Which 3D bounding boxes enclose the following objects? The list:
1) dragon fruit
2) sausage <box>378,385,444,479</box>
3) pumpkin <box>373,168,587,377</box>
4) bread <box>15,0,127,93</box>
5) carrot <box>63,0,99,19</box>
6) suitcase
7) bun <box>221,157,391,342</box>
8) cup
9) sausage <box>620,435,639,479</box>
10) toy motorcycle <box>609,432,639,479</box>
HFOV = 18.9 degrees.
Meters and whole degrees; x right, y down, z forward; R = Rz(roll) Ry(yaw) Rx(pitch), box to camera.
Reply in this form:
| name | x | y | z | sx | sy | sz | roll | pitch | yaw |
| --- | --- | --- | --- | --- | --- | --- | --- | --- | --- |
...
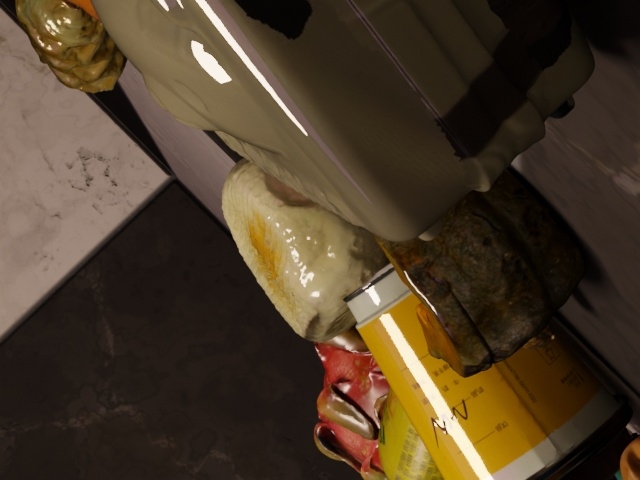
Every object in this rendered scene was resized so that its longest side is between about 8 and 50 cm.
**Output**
| name | x | y | z | sx | sy | sz | roll | pitch | yaw |
| --- | --- | --- | --- | --- | --- | --- | --- | --- | --- |
| dragon fruit | 0.098 | 0.160 | 2.293 | 0.227 | 0.243 | 0.307 | 15 | -117 | -57 |
| sausage | 0.133 | 0.165 | 2.018 | 0.123 | 0.123 | 0.347 | 44 | 148 | 23 |
| pumpkin | 0.139 | 0.043 | 1.541 | 0.126 | 0.131 | 0.248 | 43 | 175 | 30 |
| bread | -0.327 | -0.291 | 2.533 | 0.152 | 0.130 | 0.268 | 54 | 175 | 11 |
| carrot | -0.249 | -0.318 | 1.969 | 0.258 | 0.100 | 0.307 | 46 | 173 | -24 |
| suitcase | -0.045 | -0.173 | 1.073 | 0.339 | 0.194 | 0.351 | 51 | 172 | -23 |
| bun | 0.000 | 0.000 | 2.110 | 0.244 | 0.153 | 0.244 | 60 | 166 | 25 |
| cup | 0.153 | 0.131 | 1.798 | 0.280 | 0.196 | 0.196 | 54 | 174 | 0 |
| sausage | 0.334 | 0.249 | 1.580 | 0.241 | 0.120 | 0.136 | 49 | -175 | -32 |
| toy motorcycle | 0.306 | 0.239 | 1.804 | 0.058 | 0.100 | 0.173 | 49 | 175 | -23 |
